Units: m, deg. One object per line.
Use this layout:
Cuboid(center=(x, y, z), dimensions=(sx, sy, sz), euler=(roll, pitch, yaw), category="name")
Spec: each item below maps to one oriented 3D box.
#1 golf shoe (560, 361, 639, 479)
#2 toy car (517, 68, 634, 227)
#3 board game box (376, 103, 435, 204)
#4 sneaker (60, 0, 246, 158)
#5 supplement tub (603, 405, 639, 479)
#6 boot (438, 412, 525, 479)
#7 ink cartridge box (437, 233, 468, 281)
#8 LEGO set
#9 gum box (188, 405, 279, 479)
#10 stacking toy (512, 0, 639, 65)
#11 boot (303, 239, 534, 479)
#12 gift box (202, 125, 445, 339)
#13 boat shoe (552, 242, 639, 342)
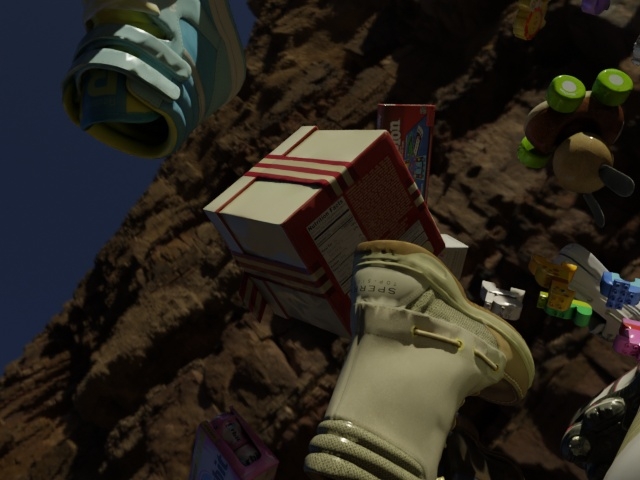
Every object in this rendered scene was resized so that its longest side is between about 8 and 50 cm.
Cuboid(center=(0.391, 0.165, 0.813), dimensions=(0.273, 0.120, 0.105), euler=(-40, -95, 20), category="golf shoe")
Cuboid(center=(0.391, -0.121, 1.028), dimensions=(0.148, 0.189, 0.155), euler=(-10, -31, -11), category="toy car")
Cuboid(center=(0.191, -0.174, 1.664), dimensions=(0.145, 0.027, 0.282), euler=(-5, -74, -26), category="board game box")
Cuboid(center=(-0.175, -0.216, 0.632), dimensions=(0.208, 0.127, 0.319), euler=(-67, -36, -45), category="sneaker")
Cuboid(center=(0.306, 0.190, 0.453), dimensions=(0.324, 0.235, 0.236), euler=(-5, -63, -59), category="supplement tub")
Cuboid(center=(0.216, 0.337, 0.975), dimensions=(0.082, 0.106, 0.219), euler=(-28, -59, 31), category="boot")
Cuboid(center=(0.190, 0.066, 1.513), dimensions=(0.212, 0.093, 0.155), euler=(3, -72, -29), category="ink cartridge box")
Cuboid(center=(0.310, 0.080, 0.875), dimensions=(0.093, 0.227, 0.087), euler=(-51, -28, -59), category="LEGO set")
Cuboid(center=(-0.127, 0.331, 1.003), dimensions=(0.062, 0.107, 0.188), euler=(-23, -37, -37), category="gum box")
Cuboid(center=(0.301, -0.305, 0.748), dimensions=(0.052, 0.167, 0.221), euler=(-22, -50, -38), category="stacking toy")
Cuboid(center=(0.075, 0.118, 0.491), dimensions=(0.213, 0.077, 0.165), euler=(41, -125, -40), category="boot")
Cuboid(center=(0.000, 0.000, 1.096), dimensions=(0.255, 0.258, 0.276), euler=(-38, -62, -24), category="gift box")
Cuboid(center=(0.408, 0.106, 1.009), dimensions=(0.226, 0.083, 0.076), euler=(44, -96, 6), category="boat shoe")
